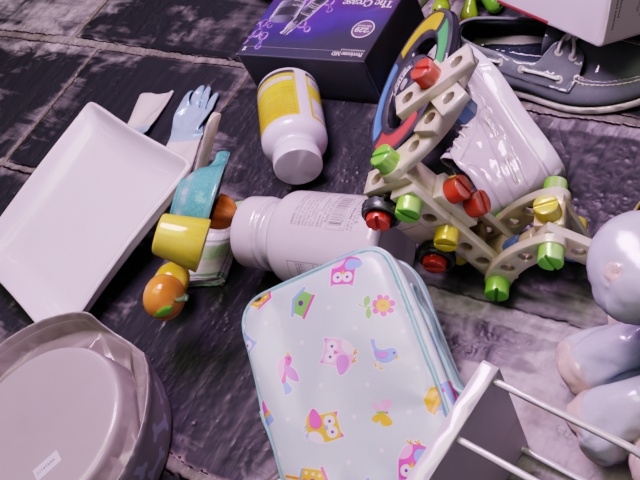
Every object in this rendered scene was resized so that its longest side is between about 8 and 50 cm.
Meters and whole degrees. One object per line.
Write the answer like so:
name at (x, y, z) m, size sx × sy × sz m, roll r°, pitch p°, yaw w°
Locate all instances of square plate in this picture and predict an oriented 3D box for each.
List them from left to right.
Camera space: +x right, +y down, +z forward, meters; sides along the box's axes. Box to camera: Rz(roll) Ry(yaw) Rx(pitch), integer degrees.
square plate at (-0.396, -0.040, 1.354) m, size 0.347 × 0.049 × 0.344 m, roll 31°, pitch 84°, yaw 42°

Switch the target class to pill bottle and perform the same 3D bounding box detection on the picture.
pill bottle at (-0.043, -0.177, 1.270) m, size 0.103 × 0.103 × 0.184 m, roll -20°, pitch 48°, yaw 13°
pill bottle at (0.000, 0.000, 1.086) m, size 0.229 × 0.131 × 0.131 m, roll 7°, pitch 58°, yaw 31°

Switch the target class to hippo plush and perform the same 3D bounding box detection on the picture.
hippo plush at (0.344, 0.099, 0.744) m, size 0.294 × 0.236 × 0.234 m, roll 18°, pitch 60°, yaw 37°

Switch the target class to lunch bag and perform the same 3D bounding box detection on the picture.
lunch bag at (0.048, 0.160, 0.903) m, size 0.224 × 0.108 × 0.279 m, roll -25°, pitch 65°, yaw 15°

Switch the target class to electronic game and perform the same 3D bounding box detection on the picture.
electronic game at (0.134, -0.225, 1.173) m, size 0.229 × 0.048 × 0.229 m, roll -58°, pitch 19°, yaw 33°

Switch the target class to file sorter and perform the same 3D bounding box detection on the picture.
file sorter at (0.162, 0.294, 0.730) m, size 0.173 × 0.193 × 0.277 m, roll 25°, pitch 69°, yaw 36°

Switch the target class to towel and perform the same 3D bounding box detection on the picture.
towel at (-0.178, 0.004, 1.253) m, size 0.113 × 0.023 × 0.152 m, roll -4°, pitch 53°, yaw 24°

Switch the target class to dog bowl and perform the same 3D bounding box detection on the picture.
dog bowl at (-0.354, 0.268, 1.082) m, size 0.349 × 0.102 × 0.348 m, roll -15°, pitch 50°, yaw 18°

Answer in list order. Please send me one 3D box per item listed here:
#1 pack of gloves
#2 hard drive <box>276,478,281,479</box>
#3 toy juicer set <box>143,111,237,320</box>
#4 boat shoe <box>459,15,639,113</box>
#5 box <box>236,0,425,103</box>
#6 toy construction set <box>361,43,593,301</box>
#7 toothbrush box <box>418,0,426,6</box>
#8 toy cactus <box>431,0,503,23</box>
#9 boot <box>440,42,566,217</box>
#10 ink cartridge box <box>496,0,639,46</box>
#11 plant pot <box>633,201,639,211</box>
pack of gloves at (-0.295, -0.201, 1.462) m, size 0.195 × 0.046 × 0.232 m, roll -4°, pitch 53°, yaw 27°
hard drive at (-0.070, 0.447, 0.827) m, size 0.233 × 0.047 × 0.353 m, roll -30°, pitch 46°, yaw 3°
toy juicer set at (-0.171, -0.017, 1.158) m, size 0.090 × 0.209 × 0.329 m, roll 16°, pitch 35°, yaw -6°
boat shoe at (0.330, -0.258, 1.139) m, size 0.320 × 0.099 × 0.116 m, roll 15°, pitch 63°, yaw 36°
box at (0.019, -0.337, 1.369) m, size 0.261 × 0.103 × 0.184 m, roll 12°, pitch 64°, yaw 34°
toy construction set at (0.178, -0.054, 0.938) m, size 0.215 × 0.327 × 0.151 m, roll -20°, pitch 29°, yaw 45°
toothbrush box at (0.162, -0.554, 1.390) m, size 0.122 × 0.206 × 0.283 m, roll 28°, pitch 70°, yaw 40°
toy cactus at (0.225, -0.434, 1.299) m, size 0.180 × 0.112 × 0.219 m, roll 45°, pitch 70°, yaw 1°
boot at (0.211, -0.151, 1.102) m, size 0.123 × 0.095 × 0.258 m, roll -31°, pitch 58°, yaw 6°
ink cartridge box at (0.411, -0.373, 1.105) m, size 0.273 × 0.114 × 0.197 m, roll -20°, pitch 41°, yaw -26°
plant pot at (0.425, -0.023, 0.897) m, size 0.134 × 0.134 × 0.095 m, roll 16°, pitch 39°, yaw 36°
